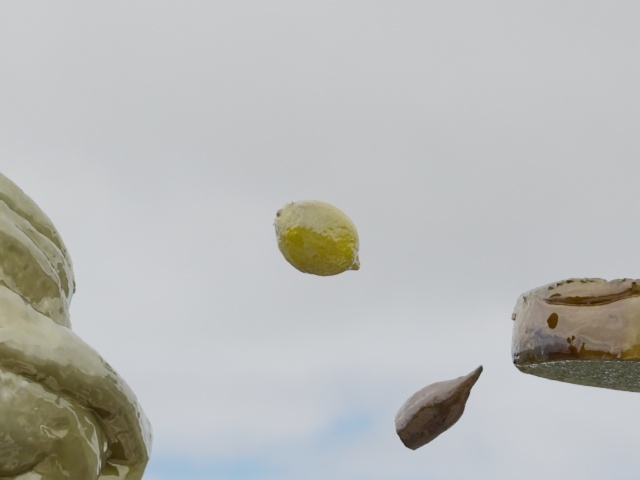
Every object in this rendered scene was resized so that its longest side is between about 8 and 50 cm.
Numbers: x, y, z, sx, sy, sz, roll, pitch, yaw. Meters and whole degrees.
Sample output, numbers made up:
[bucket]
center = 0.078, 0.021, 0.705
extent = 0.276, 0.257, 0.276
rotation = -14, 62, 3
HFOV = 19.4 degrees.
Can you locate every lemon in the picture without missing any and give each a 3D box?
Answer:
[lemon]
center = 0.000, 0.000, 1.587
extent = 0.092, 0.065, 0.065
rotation = 36, -33, -24

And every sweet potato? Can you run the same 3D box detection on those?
[sweet potato]
center = 0.115, 0.155, 1.790
extent = 0.049, 0.049, 0.117
rotation = 19, -54, -45

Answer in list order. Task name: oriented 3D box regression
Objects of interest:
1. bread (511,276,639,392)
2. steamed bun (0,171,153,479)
[bread]
center = 0.276, 0.086, 1.613
extent = 0.236, 0.070, 0.236
rotation = 6, -10, 1
[steamed bun]
center = -0.291, 0.066, 1.366
extent = 0.372, 0.230, 0.325
rotation = 31, -32, 18
